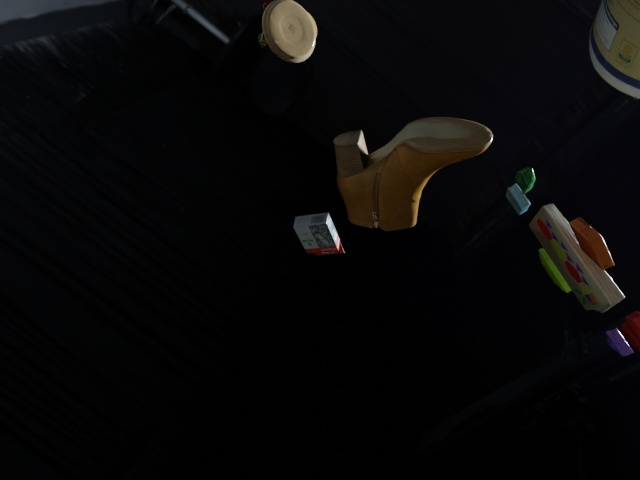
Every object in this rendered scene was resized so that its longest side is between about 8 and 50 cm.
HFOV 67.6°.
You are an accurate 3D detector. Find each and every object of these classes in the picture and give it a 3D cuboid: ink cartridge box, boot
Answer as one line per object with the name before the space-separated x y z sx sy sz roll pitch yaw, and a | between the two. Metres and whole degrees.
ink cartridge box | 0.000 0.000 0.870 0.115 0.063 0.029 65 26 -46
boot | 0.174 -0.113 0.907 0.104 0.295 0.211 -66 147 -42

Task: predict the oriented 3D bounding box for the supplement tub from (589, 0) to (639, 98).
supplement tub | 0.498 -0.354 0.598 0.228 0.228 0.316 -53 155 -12

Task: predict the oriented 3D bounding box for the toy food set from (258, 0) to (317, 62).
toy food set | -0.042 -0.273 0.621 0.020 0.083 0.083 2 -108 55

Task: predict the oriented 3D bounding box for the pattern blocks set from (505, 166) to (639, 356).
pattern blocks set | 0.396 0.032 0.745 0.026 0.324 0.285 -30 171 7
